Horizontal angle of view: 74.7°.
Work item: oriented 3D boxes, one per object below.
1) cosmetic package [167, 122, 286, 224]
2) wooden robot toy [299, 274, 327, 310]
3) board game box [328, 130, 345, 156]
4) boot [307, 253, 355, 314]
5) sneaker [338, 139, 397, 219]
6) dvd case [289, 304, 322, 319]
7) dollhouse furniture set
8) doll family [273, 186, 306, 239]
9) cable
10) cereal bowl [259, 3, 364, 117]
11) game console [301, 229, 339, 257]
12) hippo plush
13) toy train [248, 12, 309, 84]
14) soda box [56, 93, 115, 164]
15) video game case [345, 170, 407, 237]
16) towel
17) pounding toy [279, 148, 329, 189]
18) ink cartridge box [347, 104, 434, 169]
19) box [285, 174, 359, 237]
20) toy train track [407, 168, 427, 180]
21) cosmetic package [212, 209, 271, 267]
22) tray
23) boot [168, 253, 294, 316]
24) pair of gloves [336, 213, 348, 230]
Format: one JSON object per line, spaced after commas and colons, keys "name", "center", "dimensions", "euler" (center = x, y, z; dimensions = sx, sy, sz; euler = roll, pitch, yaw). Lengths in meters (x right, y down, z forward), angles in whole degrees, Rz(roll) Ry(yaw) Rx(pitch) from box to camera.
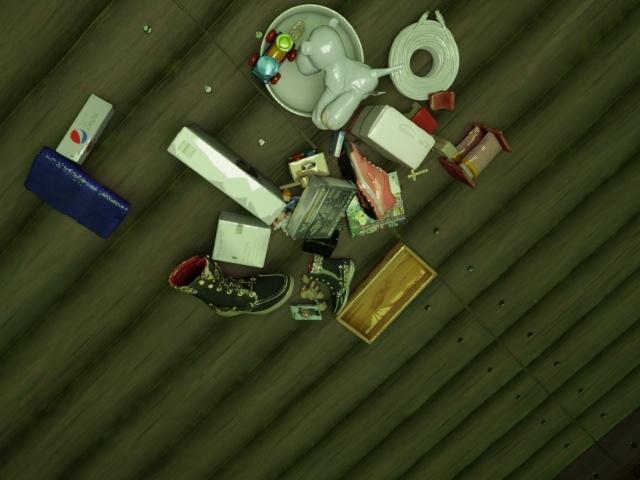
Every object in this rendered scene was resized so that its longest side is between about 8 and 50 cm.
{"name": "cosmetic package", "center": [-0.296, -0.228, 1.388], "dimensions": [0.377, 0.284, 0.097], "euler": [37, 96, -19]}
{"name": "wooden robot toy", "center": [-0.046, 0.213, 1.705], "dimensions": [0.079, 0.076, 0.173], "euler": [-21, 115, 35]}
{"name": "board game box", "center": [0.057, -0.351, 1.513], "dimensions": [0.020, 0.090, 0.089], "euler": [8, 106, -16]}
{"name": "boot", "center": [0.028, 0.171, 1.680], "dimensions": [0.179, 0.085, 0.236], "euler": [13, 97, -14]}
{"name": "sneaker", "center": [0.175, -0.236, 1.542], "dimensions": [0.136, 0.116, 0.313], "euler": [-33, 105, -16]}
{"name": "dvd case", "center": [-0.059, 0.292, 1.705], "dimensions": [0.120, 0.013, 0.087], "euler": [-1, 131, 14]}
{"name": "dollhouse furniture set", "center": [0.493, -0.381, 1.503], "dimensions": [0.374, 0.152, 0.201], "euler": [36, 99, -34]}
{"name": "doll family", "center": [-0.069, -0.133, 1.559], "dimensions": [0.263, 0.118, 0.163], "euler": [-33, 128, 6]}
{"name": "cable", "center": [0.358, -0.630, 1.479], "dimensions": [0.257, 0.089, 0.257], "euler": [-40, 111, 5]}
{"name": "cereal bowl", "center": [-0.035, -0.583, 1.395], "dimensions": [0.340, 0.141, 0.338], "euler": [-3, 108, -9]}
{"name": "game console", "center": [0.000, 0.000, 1.655], "dimensions": [0.122, 0.071, 0.107], "euler": [15, 78, -15]}
{"name": "hippo plush", "center": [0.025, -0.477, 1.213], "dimensions": [0.237, 0.294, 0.234], "euler": [42, 75, -25]}
{"name": "toy train", "center": [-0.107, -0.580, 1.233], "dimensions": [0.105, 0.143, 0.248], "euler": [37, 99, -19]}
{"name": "soda box", "center": [-0.749, -0.353, 1.344], "dimensions": [0.069, 0.074, 0.216], "euler": [29, 81, -18]}
{"name": "video game case", "center": [0.204, -0.139, 1.626], "dimensions": [0.232, 0.042, 0.210], "euler": [-17, 104, -5]}
{"name": "towel", "center": [-0.798, -0.154, 1.395], "dimensions": [0.308, 0.076, 0.228], "euler": [39, 130, -22]}
{"name": "pounding toy", "center": [-0.069, -0.249, 1.462], "dimensions": [0.181, 0.206, 0.094], "euler": [-18, 110, -4]}
{"name": "ink cartridge box", "center": [0.230, -0.360, 1.438], "dimensions": [0.207, 0.283, 0.117], "euler": [30, 100, -17]}
{"name": "box", "center": [0.005, -0.110, 1.451], "dimensions": [0.183, 0.056, 0.230], "euler": [0, 130, -41]}
{"name": "toy train track", "center": [0.382, -0.261, 1.641], "dimensions": [0.084, 0.014, 0.048], "euler": [-20, 110, -4]}
{"name": "cosmetic package", "center": [-0.287, -0.008, 1.530], "dimensions": [0.184, 0.151, 0.151], "euler": [10, 105, -13]}
{"name": "tray", "center": [0.265, 0.218, 1.745], "dimensions": [0.203, 0.076, 0.411], "euler": [39, 98, -19]}
{"name": "boot", "center": [-0.313, 0.153, 1.477], "dimensions": [0.378, 0.138, 0.284], "euler": [-14, 144, 30]}
{"name": "pair of gloves", "center": [0.077, -0.079, 1.648], "dimensions": [0.074, 0.010, 0.083], "euler": [2, 108, -11]}
